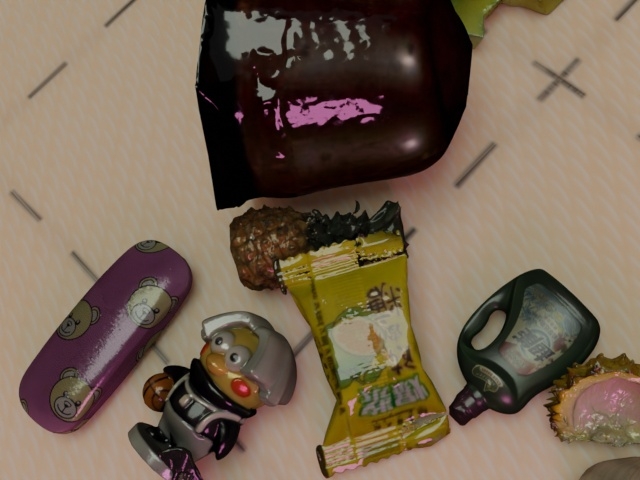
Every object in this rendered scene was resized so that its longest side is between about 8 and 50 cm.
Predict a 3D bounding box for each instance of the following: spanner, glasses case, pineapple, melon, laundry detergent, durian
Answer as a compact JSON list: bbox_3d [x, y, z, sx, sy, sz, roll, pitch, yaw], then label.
[{"bbox_3d":[-0.128,0.336,1.062,0.046,0.012,0.208,-45,104,3],"label":"spanner"},{"bbox_3d":[-0.316,0.138,1.217,0.123,0.076,0.316,33,80,23],"label":"glasses case"},{"bbox_3d":[0.000,0.000,1.176,0.248,0.128,0.128,-8,67,5],"label":"pineapple"},{"bbox_3d":[0.278,-0.373,1.288,0.210,0.064,0.118,-37,70,0],"label":"melon"},{"bbox_3d":[0.245,0.148,1.081,0.222,0.078,0.144,-40,64,-2],"label":"laundry detergent"},{"bbox_3d":[0.394,0.201,1.019,0.224,0.078,0.140,14,116,7],"label":"durian"}]

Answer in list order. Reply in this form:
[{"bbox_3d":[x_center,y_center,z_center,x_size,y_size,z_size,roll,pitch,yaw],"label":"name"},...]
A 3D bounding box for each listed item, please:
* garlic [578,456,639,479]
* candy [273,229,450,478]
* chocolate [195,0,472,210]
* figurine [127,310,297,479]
[{"bbox_3d":[0.407,0.331,0.936,0.230,0.142,0.177,8,69,7],"label":"garlic"},{"bbox_3d":[0.054,0.146,1.092,0.187,0.081,0.297,-16,86,1],"label":"candy"},{"bbox_3d":[0.038,-0.218,1.141,0.332,0.383,0.383,7,71,8],"label":"chocolate"},{"bbox_3d":[-0.145,0.203,1.123,0.236,0.133,0.176,-47,58,-2],"label":"figurine"}]
